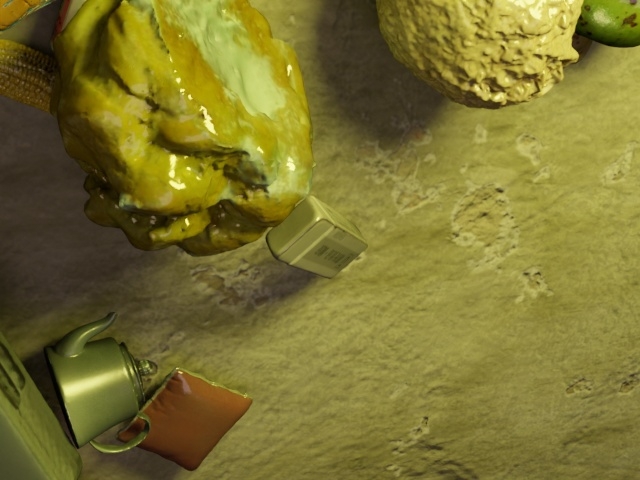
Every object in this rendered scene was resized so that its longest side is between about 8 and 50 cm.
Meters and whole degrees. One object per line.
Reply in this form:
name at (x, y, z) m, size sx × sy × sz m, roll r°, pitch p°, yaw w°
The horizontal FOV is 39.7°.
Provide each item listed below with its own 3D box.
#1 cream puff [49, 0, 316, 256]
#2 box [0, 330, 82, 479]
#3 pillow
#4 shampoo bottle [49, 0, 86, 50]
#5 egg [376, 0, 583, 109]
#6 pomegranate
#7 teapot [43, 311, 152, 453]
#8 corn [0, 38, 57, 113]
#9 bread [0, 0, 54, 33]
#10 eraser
cream puff at (-0.184, -0.140, 1.090) m, size 0.275 × 0.378 × 0.378 m, roll -26°, pitch 130°, yaw 30°
box at (-0.585, 0.258, 1.259) m, size 0.396 × 0.111 × 0.396 m, roll -8°, pitch 125°, yaw 13°
pillow at (-0.227, 0.296, 1.487) m, size 0.171 × 0.075 × 0.179 m, roll 32°, pitch 106°, yaw -31°
shampoo bottle at (-0.305, -0.281, 1.107) m, size 0.043 × 0.072 × 0.099 m, roll 10°, pitch 116°, yaw -30°
egg at (0.199, -0.321, 1.139) m, size 0.279 × 0.279 × 0.310 m, roll -37°, pitch 103°, yaw 6°
pomegranate at (0.396, -0.349, 1.251) m, size 0.202 × 0.202 × 0.248 m, roll 6°, pitch 146°, yaw -22°
teapot at (-0.330, 0.226, 1.372) m, size 0.149 × 0.162 × 0.239 m, roll -19°, pitch 114°, yaw -22°
corn at (-0.344, -0.198, 1.149) m, size 0.203 × 0.072 × 0.072 m, roll 21°, pitch 112°, yaw -30°
bread at (-0.377, -0.303, 1.082) m, size 0.106 × 0.053 × 0.072 m, roll -33°, pitch 129°, yaw -4°
eraser at (0.000, 0.000, 1.266) m, size 0.089 × 0.061 × 0.352 m, roll -42°, pitch 165°, yaw 7°
